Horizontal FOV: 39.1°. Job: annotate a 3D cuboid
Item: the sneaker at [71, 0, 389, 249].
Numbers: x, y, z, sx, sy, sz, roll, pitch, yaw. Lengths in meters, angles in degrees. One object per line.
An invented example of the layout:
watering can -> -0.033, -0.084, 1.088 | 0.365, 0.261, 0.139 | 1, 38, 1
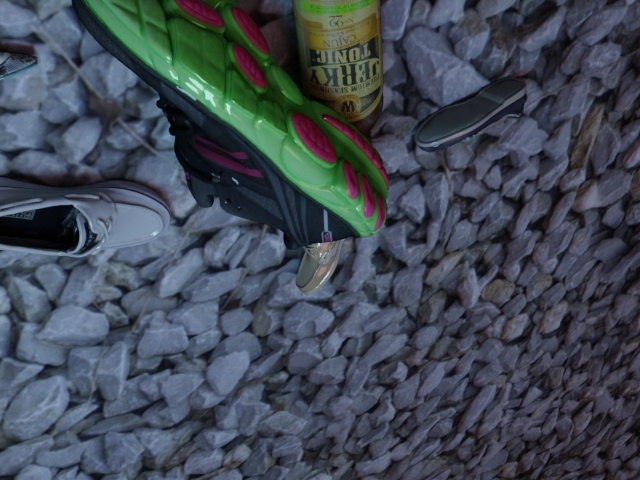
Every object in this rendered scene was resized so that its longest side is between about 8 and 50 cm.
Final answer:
sneaker -> -0.116, -0.131, 1.053 | 0.202, 0.185, 0.483 | -26, 127, 29

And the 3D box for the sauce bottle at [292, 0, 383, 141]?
sauce bottle -> 0.029, -0.216, 1.159 | 0.111, 0.111, 0.344 | -25, 134, -19

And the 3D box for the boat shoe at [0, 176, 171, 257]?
boat shoe -> -0.294, -0.022, 1.086 | 0.268, 0.088, 0.096 | 8, 117, -40

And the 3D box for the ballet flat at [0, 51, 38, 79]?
ballet flat -> -0.358, -0.179, 0.955 | 0.114, 0.041, 0.041 | -31, 136, -14

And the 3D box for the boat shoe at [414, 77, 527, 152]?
boat shoe -> 0.233, -0.176, 1.369 | 0.206, 0.075, 0.064 | -31, 133, -20

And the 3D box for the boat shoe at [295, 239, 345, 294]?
boat shoe -> 0.000, 0.000, 1.347 | 0.059, 0.063, 0.170 | 21, 99, -41
